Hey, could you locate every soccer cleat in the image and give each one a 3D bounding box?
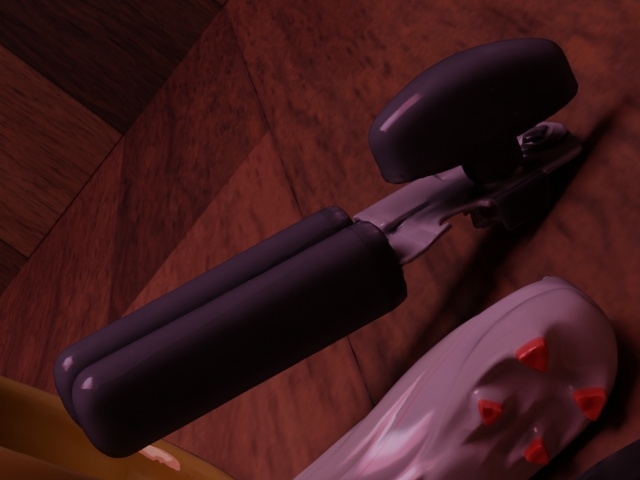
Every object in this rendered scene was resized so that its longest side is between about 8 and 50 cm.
[{"bbox_3d":[0.035,0.090,0.614,0.196,0.068,0.076,-42,11,15],"label":"soccer cleat"}]

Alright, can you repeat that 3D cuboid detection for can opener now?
[{"bbox_3d":[0.000,0.000,0.753,0.280,0.093,0.074,-33,19,-12],"label":"can opener"}]

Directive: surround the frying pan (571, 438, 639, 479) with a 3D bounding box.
[{"bbox_3d":[0.075,0.153,0.339,0.197,0.053,0.326,-51,16,11],"label":"frying pan"}]

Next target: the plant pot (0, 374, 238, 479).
[{"bbox_3d":[-0.185,0.190,0.758,0.254,0.254,0.239,-165,95,-75],"label":"plant pot"}]
